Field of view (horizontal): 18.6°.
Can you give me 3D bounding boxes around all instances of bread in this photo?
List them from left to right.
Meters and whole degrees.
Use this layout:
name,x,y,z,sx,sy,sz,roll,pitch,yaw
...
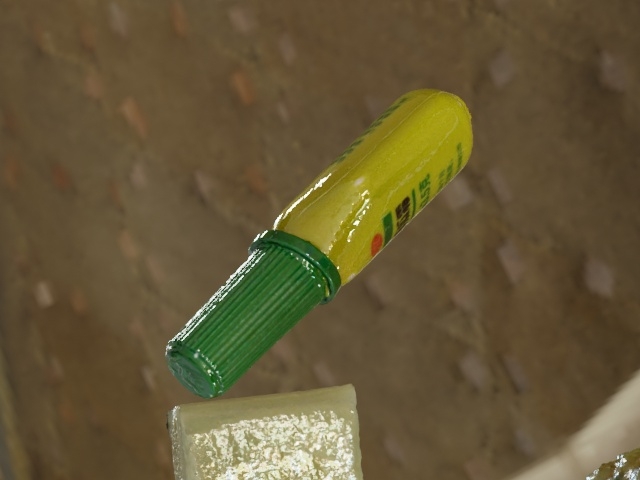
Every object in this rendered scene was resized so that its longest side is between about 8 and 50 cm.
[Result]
name,x,y,z,sx,sy,sz,roll,pitch,yaw
bread,-0.051,0.210,1.835,0.060,0.178,0.139,175,-88,-72

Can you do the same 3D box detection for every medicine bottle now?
name,x,y,z,sx,sy,sz,roll,pitch,yaw
medicine bottle,0.000,0.000,1.454,0.076,0.309,0.111,41,-28,10

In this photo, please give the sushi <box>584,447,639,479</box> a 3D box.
name,x,y,z,sx,sy,sz,roll,pitch,yaw
sushi,0.261,0.210,1.130,0.274,0.139,0.184,-173,-105,-67
